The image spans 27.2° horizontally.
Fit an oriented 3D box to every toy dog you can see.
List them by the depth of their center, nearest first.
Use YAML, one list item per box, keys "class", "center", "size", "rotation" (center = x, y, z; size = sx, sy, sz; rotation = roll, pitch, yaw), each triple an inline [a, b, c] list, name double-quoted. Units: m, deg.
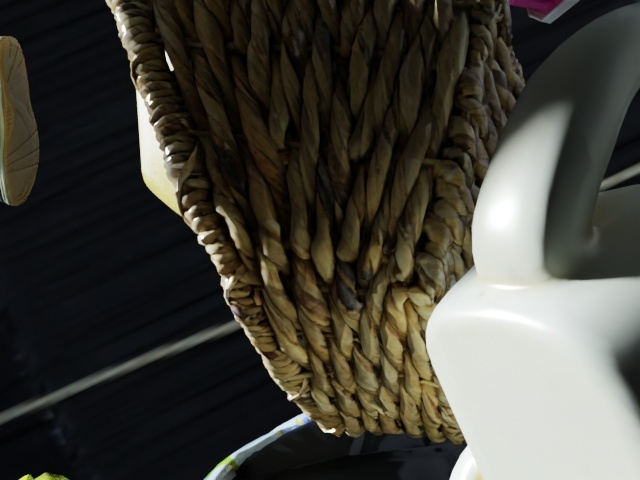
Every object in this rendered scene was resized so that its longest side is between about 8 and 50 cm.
- class: "toy dog"
  center: [0.249, 0.076, 0.611]
  size: [0.284, 0.408, 0.395]
  rotation: [-24, 85, 62]

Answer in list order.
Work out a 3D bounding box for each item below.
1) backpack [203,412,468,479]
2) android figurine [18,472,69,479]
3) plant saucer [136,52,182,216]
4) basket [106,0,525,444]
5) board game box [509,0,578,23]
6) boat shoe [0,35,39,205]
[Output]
- class: "backpack"
  center: [0.042, 0.247, 0.952]
  size: [0.273, 0.355, 0.290]
  rotation: [-37, 70, 35]
- class: "android figurine"
  center: [-0.201, 0.286, 0.992]
  size: [0.248, 0.056, 0.273]
  rotation: [53, -169, -16]
- class: "plant saucer"
  center: [-0.080, -0.156, 1.068]
  size: [0.333, 0.081, 0.333]
  rotation: [10, -105, -81]
- class: "basket"
  center: [0.000, 0.000, 0.769]
  size: [0.299, 0.223, 0.213]
  rotation: [54, -134, -67]
- class: "board game box"
  center: [0.226, -0.423, 0.973]
  size: [0.390, 0.050, 0.390]
  rotation: [-38, 55, 51]
- class: "boat shoe"
  center: [-0.283, -0.106, 1.163]
  size: [0.049, 0.056, 0.152]
  rotation: [8, 111, 20]
